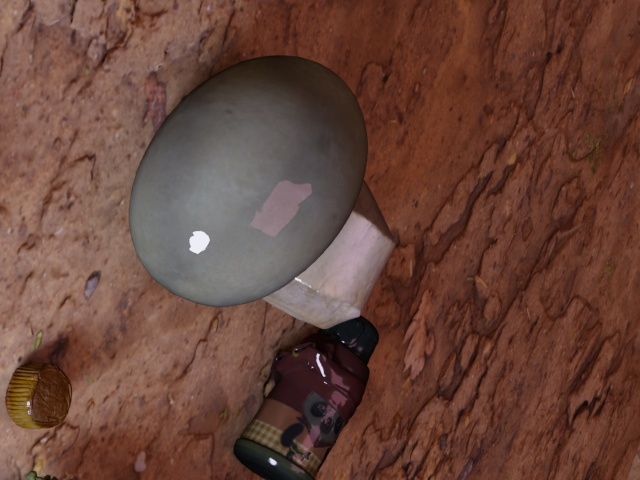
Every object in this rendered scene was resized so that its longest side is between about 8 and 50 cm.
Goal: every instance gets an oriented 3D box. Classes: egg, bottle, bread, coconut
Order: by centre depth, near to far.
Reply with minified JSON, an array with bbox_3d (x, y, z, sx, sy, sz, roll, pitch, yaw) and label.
[{"bbox_3d":[-0.338,0.184,1.851,0.085,0.053,0.085,-4,94,-59],"label":"bread"},{"bbox_3d":[-0.086,-0.075,1.930,0.352,0.258,0.258,-47,138,-27],"label":"egg"},{"bbox_3d":[0.000,0.000,2.139,0.202,0.202,0.222,33,79,-55],"label":"coconut"},{"bbox_3d":[-0.014,0.221,2.262,0.271,0.143,0.156,-59,169,-17],"label":"bottle"}]

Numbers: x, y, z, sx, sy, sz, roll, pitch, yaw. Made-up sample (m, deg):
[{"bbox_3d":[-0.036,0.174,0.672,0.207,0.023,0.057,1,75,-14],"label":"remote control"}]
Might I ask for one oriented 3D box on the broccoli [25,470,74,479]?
[{"bbox_3d":[-0.348,0.372,1.843,0.275,0.177,0.198,32,82,-42],"label":"broccoli"}]
